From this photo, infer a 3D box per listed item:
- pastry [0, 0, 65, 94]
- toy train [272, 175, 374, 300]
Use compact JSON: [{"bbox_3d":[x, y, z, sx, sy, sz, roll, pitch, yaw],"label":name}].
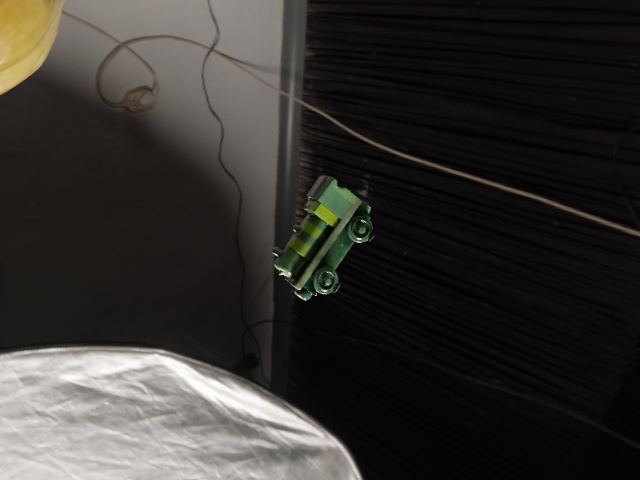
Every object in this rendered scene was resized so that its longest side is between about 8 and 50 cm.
[{"bbox_3d":[-0.355,-0.246,0.287,0.245,0.409,0.410,-58,145,-34],"label":"pastry"},{"bbox_3d":[0.000,0.000,0.855,0.132,0.083,0.200,37,82,-21],"label":"toy train"}]
